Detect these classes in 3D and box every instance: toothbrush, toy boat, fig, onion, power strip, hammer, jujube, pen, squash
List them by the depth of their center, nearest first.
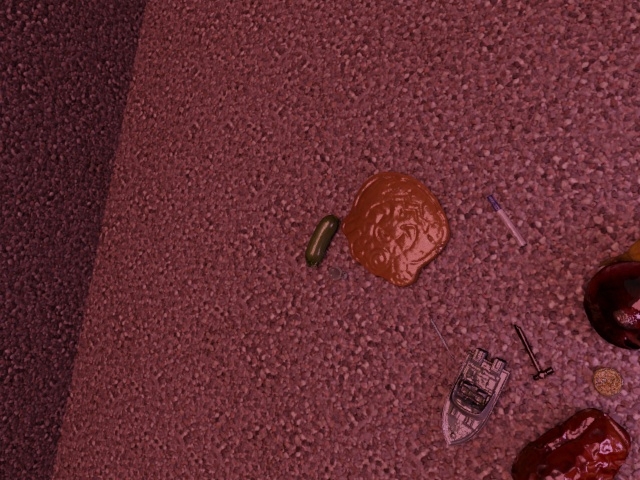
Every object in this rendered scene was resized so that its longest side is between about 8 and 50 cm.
[{"bbox_3d":[0.842,0.191,1.416,0.272,0.195,0.272,24,129,33],"label":"onion"},{"bbox_3d":[0.688,0.611,1.456,0.342,0.216,0.216,-42,64,1],"label":"jujube"},{"bbox_3d":[0.909,0.049,1.482,0.257,0.159,0.159,-17,72,48],"label":"fig"},{"bbox_3d":[0.645,0.337,1.626,0.065,0.021,0.178,-30,66,20],"label":"hammer"},{"bbox_3d":[0.467,0.497,1.649,0.141,0.092,0.319,26,95,31],"label":"toy boat"},{"bbox_3d":[0.601,-0.064,1.717,0.025,0.025,0.204,-36,66,19],"label":"pen"},{"bbox_3d":[0.405,0.333,1.757,0.011,0.014,0.167,-39,65,27],"label":"toothbrush"},{"bbox_3d":[0.061,0.124,1.970,0.083,0.035,0.055,14,88,32],"label":"power strip"},{"bbox_3d":[0.000,0.000,2.005,0.077,0.068,0.219,24,93,13],"label":"squash"}]

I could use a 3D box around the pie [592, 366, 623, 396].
[{"bbox_3d":[0.821,0.404,1.515,0.084,0.021,0.084,-7,74,26],"label":"pie"}]

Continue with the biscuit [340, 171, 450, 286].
[{"bbox_3d":[0.255,-0.050,1.880,0.385,0.062,0.365,41,102,28],"label":"biscuit"}]
